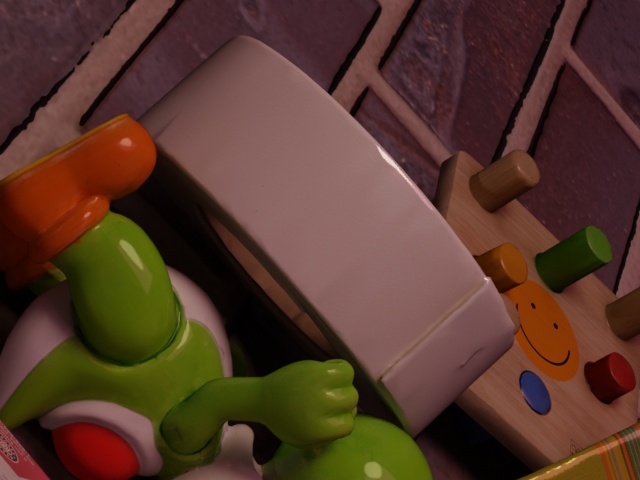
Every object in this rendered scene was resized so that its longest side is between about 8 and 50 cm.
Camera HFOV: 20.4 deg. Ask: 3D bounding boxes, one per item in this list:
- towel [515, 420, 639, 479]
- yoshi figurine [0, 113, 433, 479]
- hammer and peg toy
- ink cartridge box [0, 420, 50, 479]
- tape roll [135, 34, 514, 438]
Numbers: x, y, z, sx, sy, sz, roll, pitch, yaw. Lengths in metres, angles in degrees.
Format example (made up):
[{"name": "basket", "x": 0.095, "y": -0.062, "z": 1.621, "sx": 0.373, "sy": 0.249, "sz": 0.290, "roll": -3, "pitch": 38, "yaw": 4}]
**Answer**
[{"name": "towel", "x": 0.196, "y": 0.212, "z": 1.357, "sx": 0.237, "sy": 0.021, "sz": 0.102, "roll": -20, "pitch": 96, "yaw": -23}, {"name": "yoshi figurine", "x": -0.056, "y": 0.094, "z": 1.113, "sx": 0.362, "sy": 0.203, "sz": 0.203, "roll": 60, "pitch": 27, "yaw": -1}, {"name": "hammer and peg toy", "x": 0.214, "y": 0.117, "z": 1.490, "sx": 0.361, "sy": 0.127, "sz": 0.266, "roll": 43, "pitch": 36, "yaw": -21}, {"name": "ink cartridge box", "x": -0.181, "y": 0.184, "z": 0.890, "sx": 0.158, "sy": 0.092, "sz": 0.218, "roll": 52, "pitch": 6, "yaw": -8}, {"name": "tape roll", "x": 0.000, "y": 0.000, "z": 1.193, "sx": 0.286, "sy": 0.100, "sz": 0.286, "roll": 47, "pitch": -8, "yaw": 9}]
